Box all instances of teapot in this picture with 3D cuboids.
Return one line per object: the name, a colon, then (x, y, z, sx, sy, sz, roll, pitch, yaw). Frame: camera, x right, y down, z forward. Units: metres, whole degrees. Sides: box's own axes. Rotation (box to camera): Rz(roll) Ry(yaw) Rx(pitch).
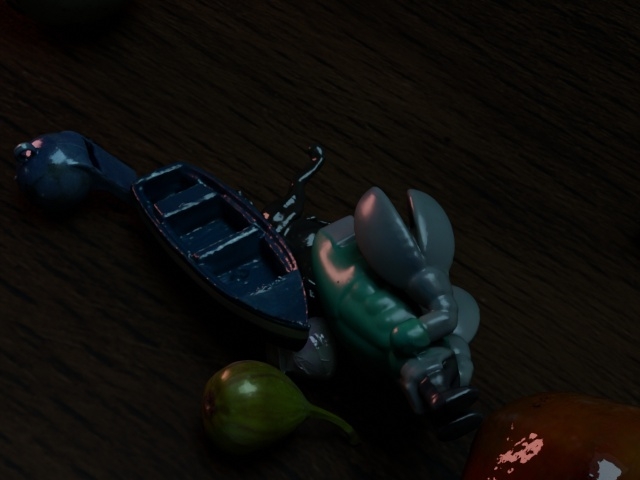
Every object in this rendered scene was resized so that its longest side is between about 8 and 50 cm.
teapot: (-0.023, 0.103, 1.572, 0.064, 0.064, 0.083, -8, 52, -18)

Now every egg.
egg: (-0.290, -0.341, 1.864, 0.177, 0.177, 0.228, 45, 29, 26)

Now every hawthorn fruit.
hawthorn fruit: (0.251, 0.236, 1.384, 0.211, 0.299, 0.211, 3, 84, -28)

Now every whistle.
whistle: (-0.264, -0.064, 1.656, 0.158, 0.090, 0.090, 36, 20, -50)

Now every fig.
fig: (-0.045, 0.164, 1.504, 0.166, 0.093, 0.093, 16, 31, -50)

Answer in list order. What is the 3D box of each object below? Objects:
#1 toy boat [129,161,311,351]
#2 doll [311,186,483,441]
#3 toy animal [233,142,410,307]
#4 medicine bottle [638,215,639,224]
toy boat: (-0.091, 0.020, 1.586, 0.096, 0.061, 0.299, -24, 43, -23)
doll: (0.091, 0.076, 1.525, 0.153, 0.195, 0.258, -23, 73, -12)
toy animal: (0.000, 0.000, 1.677, 0.233, 0.084, 0.148, 40, 46, 17)
medicine bottle: (0.508, 0.014, 1.829, 0.274, 0.133, 0.133, 36, 43, 19)
